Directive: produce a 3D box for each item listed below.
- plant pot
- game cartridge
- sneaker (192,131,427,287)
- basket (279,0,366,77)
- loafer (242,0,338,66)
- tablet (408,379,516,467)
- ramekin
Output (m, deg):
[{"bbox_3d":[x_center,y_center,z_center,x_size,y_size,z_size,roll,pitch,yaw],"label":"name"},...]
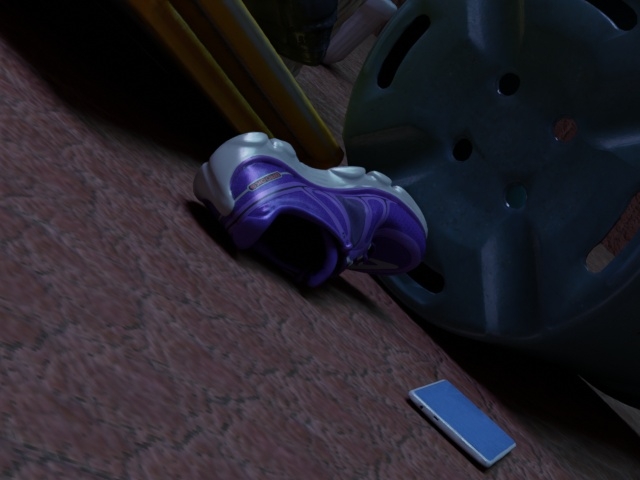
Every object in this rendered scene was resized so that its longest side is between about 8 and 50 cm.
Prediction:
[{"bbox_3d":[0.209,-0.043,0.942,0.334,0.341,0.341,10,30,-53],"label":"plant pot"},{"bbox_3d":[-0.139,-0.184,0.844,0.324,0.052,0.285,42,-3,25],"label":"game cartridge"},{"bbox_3d":[0.000,0.000,0.725,0.170,0.068,0.071,15,41,-47],"label":"sneaker"},{"bbox_3d":[-0.051,-0.330,1.179,0.266,0.331,0.328,46,11,2],"label":"basket"},{"bbox_3d":[-0.069,-0.186,0.960,0.076,0.078,0.223,-22,37,-32],"label":"loafer"},{"bbox_3d":[0.074,0.094,0.693,0.054,0.006,0.083,42,10,14],"label":"tablet"},{"bbox_3d":[-0.032,-0.362,1.873,0.273,0.127,0.273,38,11,-9],"label":"ramekin"}]
